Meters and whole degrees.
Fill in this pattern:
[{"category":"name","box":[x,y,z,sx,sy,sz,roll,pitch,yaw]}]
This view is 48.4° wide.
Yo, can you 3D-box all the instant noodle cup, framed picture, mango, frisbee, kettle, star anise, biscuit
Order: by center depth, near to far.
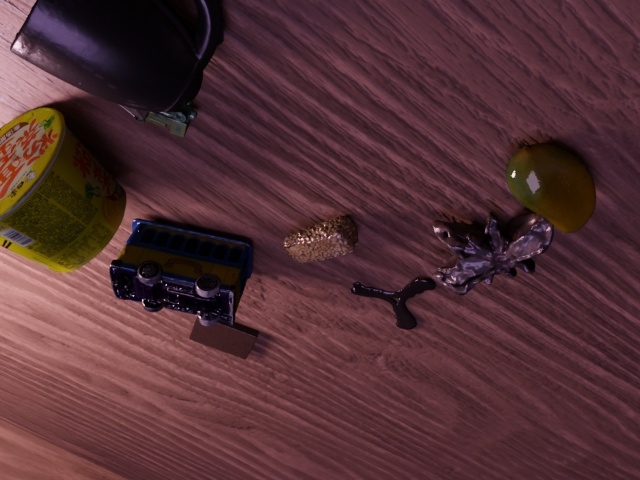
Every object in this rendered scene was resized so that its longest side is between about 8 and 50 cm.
[{"category":"kettle","box":[-0.307,-0.346,1.161,0.290,0.207,0.268,30,110,-24]},{"category":"mango","box":[0.420,-0.100,1.277,0.191,0.085,0.122,30,108,-17]},{"category":"star anise","box":[0.342,0.026,1.426,0.258,0.110,0.198,-8,134,15]},{"category":"instant noodle cup","box":[-0.560,-0.089,1.452,0.311,0.311,0.221,-12,141,28]},{"category":"biscuit","box":[0.000,0.000,1.528,0.168,0.070,0.082,-18,126,35]},{"category":"frisbee","box":[0.161,0.139,1.676,0.187,0.012,0.211,13,140,4]},{"category":"framed picture","box":[-0.263,0.257,1.926,0.168,0.023,0.128,21,138,-7]}]

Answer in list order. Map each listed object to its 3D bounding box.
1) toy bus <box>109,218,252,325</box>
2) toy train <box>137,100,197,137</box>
[{"category":"toy bus","box":[-0.313,0.071,1.619,0.288,0.175,0.138,13,139,4]},{"category":"toy train","box":[-0.297,-0.248,1.360,0.122,0.050,0.081,19,146,-7]}]
